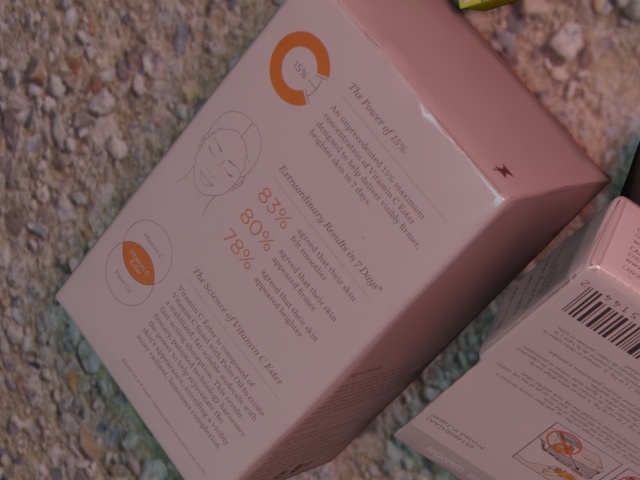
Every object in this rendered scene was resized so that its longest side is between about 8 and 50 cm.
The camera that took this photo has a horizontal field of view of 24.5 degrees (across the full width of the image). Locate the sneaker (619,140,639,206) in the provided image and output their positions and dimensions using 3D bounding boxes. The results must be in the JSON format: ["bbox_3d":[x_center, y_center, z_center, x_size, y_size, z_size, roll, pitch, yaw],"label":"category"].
[{"bbox_3d":[0.191,0.036,1.005,0.106,0.101,0.267,23,107,32],"label":"sneaker"}]

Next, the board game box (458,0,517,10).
[{"bbox_3d":[0.174,-0.227,1.018,0.181,0.043,0.092,-12,89,34],"label":"board game box"}]

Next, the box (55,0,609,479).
[{"bbox_3d":[0.000,0.000,1.086,0.345,0.168,0.215,-48,69,29],"label":"box"}]

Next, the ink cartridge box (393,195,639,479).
[{"bbox_3d":[0.230,0.131,0.932,0.296,0.066,0.261,33,143,-5],"label":"ink cartridge box"}]
